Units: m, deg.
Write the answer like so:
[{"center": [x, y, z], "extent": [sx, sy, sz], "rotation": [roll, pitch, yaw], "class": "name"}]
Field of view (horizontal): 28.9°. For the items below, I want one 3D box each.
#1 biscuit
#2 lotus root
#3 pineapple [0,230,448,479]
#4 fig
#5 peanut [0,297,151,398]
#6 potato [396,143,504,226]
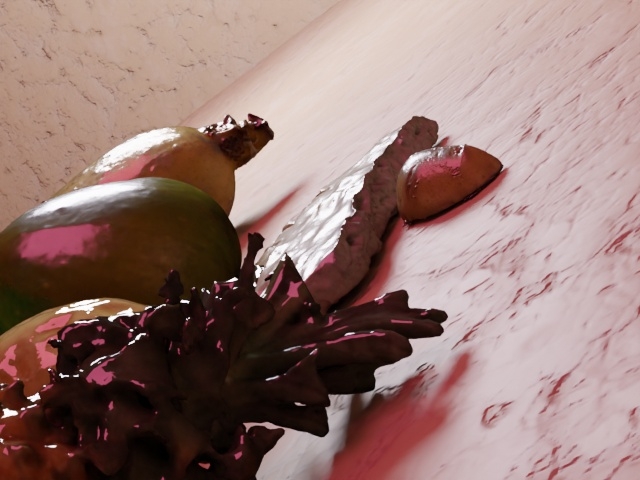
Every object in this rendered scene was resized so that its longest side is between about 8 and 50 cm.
[{"center": [-0.001, -0.001, 0.895], "extent": [0.141, 0.038, 0.290], "rotation": [-33, 14, 31], "class": "biscuit"}, {"center": [-0.194, -0.020, 1.276], "extent": [0.342, 0.151, 0.169], "rotation": [-42, 12, 5], "class": "lotus root"}, {"center": [-0.099, 0.101, 0.586], "extent": [0.340, 0.169, 0.169], "rotation": [-35, 11, -8], "class": "pineapple"}, {"center": [-0.155, 0.035, 0.934], "extent": [0.181, 0.191, 0.181], "rotation": [-168, 90, -76], "class": "fig"}, {"center": [-0.217, 0.150, 0.804], "extent": [0.319, 0.147, 0.147], "rotation": [-33, 13, 9], "class": "peanut"}, {"center": [0.072, -0.039, 0.815], "extent": [0.093, 0.036, 0.037], "rotation": [-24, 17, 51], "class": "potato"}]
